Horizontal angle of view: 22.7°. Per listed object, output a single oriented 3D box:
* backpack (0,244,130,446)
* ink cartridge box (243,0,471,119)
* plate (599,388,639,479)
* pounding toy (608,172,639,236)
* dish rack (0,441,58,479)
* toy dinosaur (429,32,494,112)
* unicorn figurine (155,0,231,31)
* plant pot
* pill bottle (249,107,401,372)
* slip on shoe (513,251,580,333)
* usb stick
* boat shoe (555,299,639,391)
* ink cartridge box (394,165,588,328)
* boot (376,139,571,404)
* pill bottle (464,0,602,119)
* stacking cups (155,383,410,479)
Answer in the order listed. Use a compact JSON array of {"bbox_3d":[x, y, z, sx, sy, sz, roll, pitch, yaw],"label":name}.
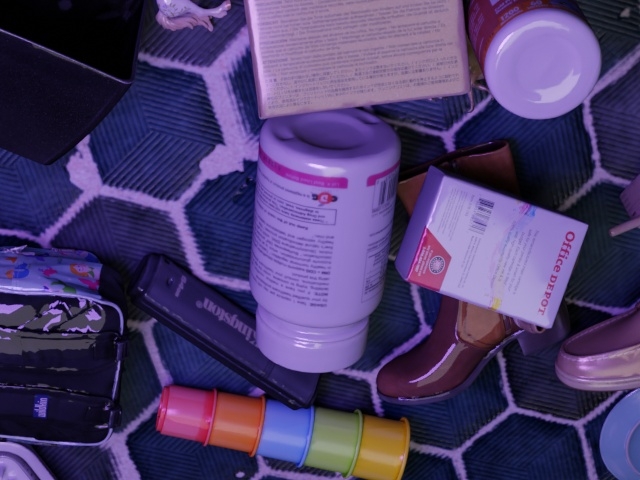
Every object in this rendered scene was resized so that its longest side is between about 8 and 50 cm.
[{"bbox_3d":[-0.360,0.117,1.856,0.253,0.191,0.225,2,117,-14],"label":"backpack"},{"bbox_3d":[0.035,-0.244,1.720,0.234,0.088,0.193,-6,105,0],"label":"ink cartridge box"},{"bbox_3d":[0.464,0.263,2.103,0.188,0.024,0.188,-2,119,-4],"label":"plate"},{"bbox_3d":[0.422,-0.042,1.881,0.141,0.100,0.130,32,112,-21],"label":"pounding toy"},{"bbox_3d":[-0.461,0.396,2.076,0.332,0.072,0.286,-26,118,10],"label":"dish rack"},{"bbox_3d":[0.145,-0.203,1.806,0.183,0.053,0.093,19,104,-5],"label":"toy dinosaur"},{"bbox_3d":[-0.153,-0.296,1.711,0.111,0.060,0.162,-5,113,-13],"label":"unicorn figurine"},{"bbox_3d":[-0.307,-0.194,1.696,0.187,0.188,0.167,21,126,-17],"label":"plant pot"},{"bbox_3d":[0.000,0.000,1.836,0.160,0.160,0.283,3,119,-6],"label":"pill bottle"},{"bbox_3d":[0.275,0.048,1.888,0.051,0.041,0.135,29,92,-27],"label":"slip on shoe"},{"bbox_3d":[-0.112,0.114,1.944,0.278,0.077,0.045,36,147,-21],"label":"usb stick"},{"bbox_3d":[0.442,0.085,1.953,0.341,0.122,0.110,-20,115,-5],"label":"boat shoe"},{"bbox_3d":[0.191,0.006,1.799,0.176,0.127,0.128,20,96,-5],"label":"ink cartridge box"},{"bbox_3d":[0.147,0.044,1.912,0.264,0.096,0.280,-22,118,8],"label":"boot"},{"bbox_3d":[0.218,-0.225,1.693,0.121,0.216,0.121,-2,120,-4],"label":"pill bottle"},{"bbox_3d":[-0.049,0.237,2.020,0.316,0.096,0.096,13,118,-6],"label":"stacking cups"}]
